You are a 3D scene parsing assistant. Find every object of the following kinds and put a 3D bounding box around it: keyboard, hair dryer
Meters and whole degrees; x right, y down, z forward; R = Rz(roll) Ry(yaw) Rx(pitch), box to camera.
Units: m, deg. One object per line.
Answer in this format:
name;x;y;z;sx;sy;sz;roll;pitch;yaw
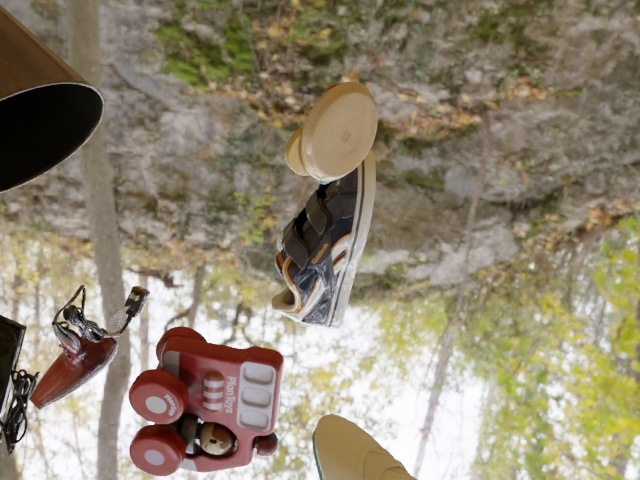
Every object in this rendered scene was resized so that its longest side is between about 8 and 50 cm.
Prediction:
keyboard;-0.324;0.165;0.812;0.100;0.191;0.038;22;-169;20
hair dryer;-0.461;0.192;1.529;0.080;0.293;0.224;38;-164;26

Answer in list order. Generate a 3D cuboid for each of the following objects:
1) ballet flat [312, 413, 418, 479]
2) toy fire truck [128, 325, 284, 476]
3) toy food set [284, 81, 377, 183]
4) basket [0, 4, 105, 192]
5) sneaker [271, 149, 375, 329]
ballet flat;0.115;0.421;1.162;0.139;0.139;0.400;-11;-109;-31
toy fire truck;-0.198;0.308;1.492;0.254;0.302;0.169;10;-150;7
toy food set;0.013;-0.083;0.639;0.020;0.083;0.083;31;-169;38
basket;-0.377;-0.182;0.869;0.204;0.154;0.227;-30;-109;-33
sneaker;0.000;0.000;1.317;0.128;0.321;0.126;9;-155;-10
